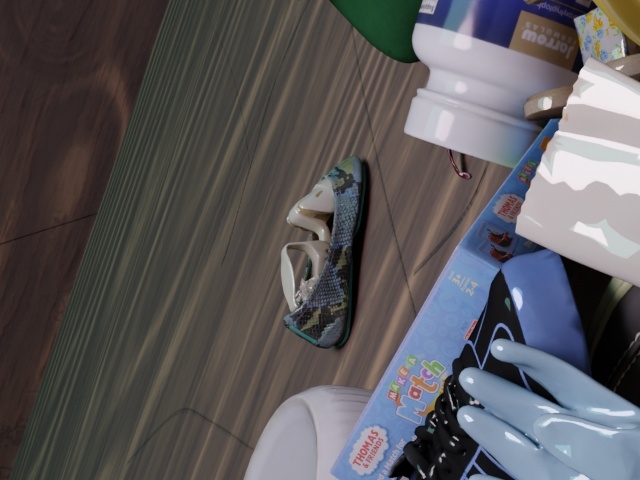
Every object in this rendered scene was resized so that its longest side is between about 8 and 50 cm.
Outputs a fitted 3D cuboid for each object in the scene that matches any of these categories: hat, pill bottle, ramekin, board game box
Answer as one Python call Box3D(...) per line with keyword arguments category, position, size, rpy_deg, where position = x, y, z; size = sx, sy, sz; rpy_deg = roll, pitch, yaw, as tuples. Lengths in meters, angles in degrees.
Box3D(category="hat", position=(0.094, -0.160, 1.158), size=(0.208, 0.184, 0.173), rpy_deg=(-36, 7, -28))
Box3D(category="pill bottle", position=(0.120, -0.143, 0.906), size=(0.112, 0.112, 0.187), rpy_deg=(-144, 70, -72))
Box3D(category="ramekin", position=(0.017, 0.190, 0.934), size=(0.207, 0.109, 0.207), rpy_deg=(-164, 90, -73))
Box3D(category="board game box", position=(0.087, 0.031, 0.817), size=(0.160, 0.039, 0.211), rpy_deg=(-63, -8, 30))

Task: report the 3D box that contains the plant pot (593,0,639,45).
Box3D(category="plant pot", position=(0.203, -0.119, 0.434), size=(0.254, 0.254, 0.239), rpy_deg=(-61, 35, 36))

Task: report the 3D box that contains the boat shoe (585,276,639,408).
Box3D(category="boat shoe", position=(0.184, 0.022, 0.608), size=(0.223, 0.080, 0.073), rpy_deg=(-55, 20, 36))

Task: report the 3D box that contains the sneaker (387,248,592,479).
Box3D(category="sneaker", position=(0.078, 0.107, 0.701), size=(0.081, 0.090, 0.232), rpy_deg=(-101, 6, -55))

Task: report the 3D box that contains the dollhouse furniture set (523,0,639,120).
Box3D(category="dollhouse furniture set", position=(0.133, -0.182, 0.699), size=(0.242, 0.161, 0.212), rpy_deg=(158, 104, -69))

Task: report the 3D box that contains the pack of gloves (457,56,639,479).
Box3D(category="pack of gloves", position=(0.165, 0.065, 0.566), size=(0.232, 0.046, 0.195), rpy_deg=(35, 115, 35))

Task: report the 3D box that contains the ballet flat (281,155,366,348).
Box3D(category="ballet flat", position=(0.000, 0.000, 1.239), size=(0.070, 0.070, 0.188), rpy_deg=(128, 153, -51))
